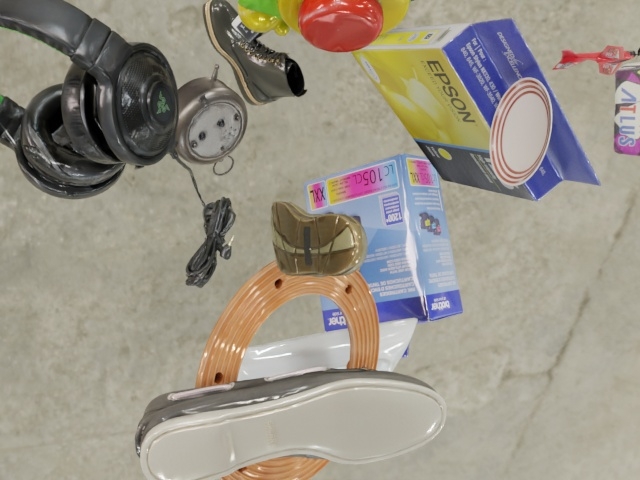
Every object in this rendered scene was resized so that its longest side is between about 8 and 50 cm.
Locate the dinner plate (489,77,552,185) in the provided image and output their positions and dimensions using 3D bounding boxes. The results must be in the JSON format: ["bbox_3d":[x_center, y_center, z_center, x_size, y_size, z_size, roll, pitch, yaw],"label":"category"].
[{"bbox_3d":[0.264,-0.141,0.956,0.017,0.141,0.141,3,119,-18],"label":"dinner plate"}]

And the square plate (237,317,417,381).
[{"bbox_3d":[-0.024,0.278,1.269,0.344,0.049,0.347,-7,139,-26],"label":"square plate"}]

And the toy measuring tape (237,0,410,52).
[{"bbox_3d":[0.066,-0.228,0.565,0.330,0.121,0.121,-14,139,39],"label":"toy measuring tape"}]

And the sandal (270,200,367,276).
[{"bbox_3d":[0.000,0.000,0.696,0.049,0.180,0.072,-2,95,-30],"label":"sandal"}]

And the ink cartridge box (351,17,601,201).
[{"bbox_3d":[0.225,-0.187,1.097,0.072,0.307,0.303,-47,120,-11],"label":"ink cartridge box"}]

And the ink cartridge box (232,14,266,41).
[{"bbox_3d":[-0.007,-0.385,1.046,0.045,0.208,0.206,48,130,-9],"label":"ink cartridge box"}]

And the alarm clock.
[{"bbox_3d":[-0.170,-0.167,1.132,0.129,0.064,0.192,-37,146,-15],"label":"alarm clock"}]

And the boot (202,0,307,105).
[{"bbox_3d":[-0.102,-0.322,1.220,0.077,0.137,0.198,-47,122,-26],"label":"boot"}]

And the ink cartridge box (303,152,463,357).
[{"bbox_3d":[0.131,0.044,1.526,0.151,0.270,0.395,-5,83,-51],"label":"ink cartridge box"}]

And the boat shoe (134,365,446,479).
[{"bbox_3d":[-0.032,0.186,0.802,0.335,0.095,0.112,-5,112,-13],"label":"boat shoe"}]

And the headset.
[{"bbox_3d":[-0.254,-0.107,0.815,0.394,0.185,0.243,35,146,-32],"label":"headset"}]

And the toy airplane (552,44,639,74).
[{"bbox_3d":[0.490,-0.324,1.301,0.151,0.151,0.028,1,83,-24],"label":"toy airplane"}]

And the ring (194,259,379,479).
[{"bbox_3d":[-0.038,0.176,0.988,0.337,0.032,0.336,-15,112,-44],"label":"ring"}]

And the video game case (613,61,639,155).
[{"bbox_3d":[0.270,-0.057,0.278,0.232,0.210,0.041,-14,108,-35],"label":"video game case"}]
